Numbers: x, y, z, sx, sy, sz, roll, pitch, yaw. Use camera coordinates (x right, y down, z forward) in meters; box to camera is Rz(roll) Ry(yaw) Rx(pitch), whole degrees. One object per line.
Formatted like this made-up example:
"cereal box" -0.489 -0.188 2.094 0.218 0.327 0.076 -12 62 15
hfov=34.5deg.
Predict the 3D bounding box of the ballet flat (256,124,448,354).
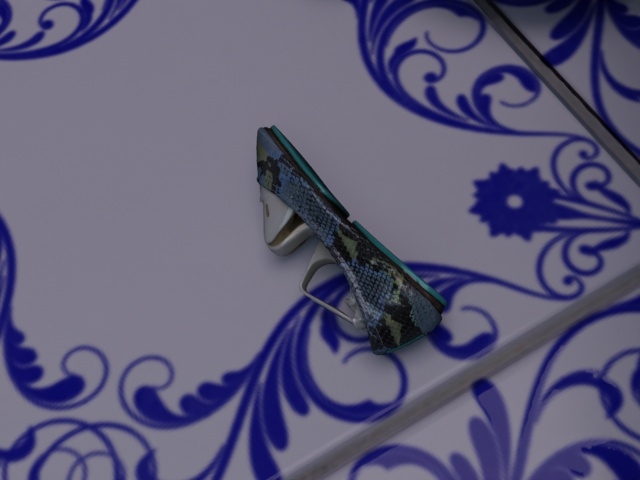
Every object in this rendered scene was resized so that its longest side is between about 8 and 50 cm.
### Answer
"ballet flat" 0.000 0.000 0.671 0.070 0.070 0.188 -35 60 -13
